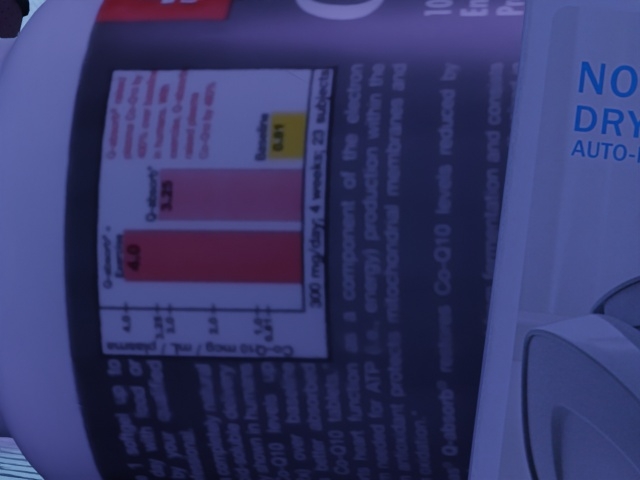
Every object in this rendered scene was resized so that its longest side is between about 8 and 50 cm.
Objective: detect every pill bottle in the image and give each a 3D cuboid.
[{"bbox_3d":[0.000,0.000,0.624,0.363,0.210,0.210,1,2,10],"label":"pill bottle"}]

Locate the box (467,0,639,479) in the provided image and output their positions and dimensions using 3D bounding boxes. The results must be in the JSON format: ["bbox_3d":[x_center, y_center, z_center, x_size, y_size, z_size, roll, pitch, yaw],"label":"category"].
[{"bbox_3d":[0.173,0.028,0.429,0.262,0.231,0.127,8,3,8],"label":"box"}]

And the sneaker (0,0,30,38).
[{"bbox_3d":[-0.171,-0.045,0.844,0.281,0.162,0.106,34,-10,14],"label":"sneaker"}]
